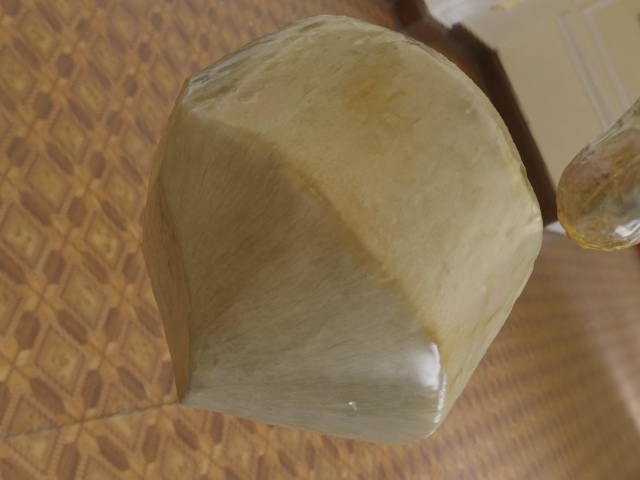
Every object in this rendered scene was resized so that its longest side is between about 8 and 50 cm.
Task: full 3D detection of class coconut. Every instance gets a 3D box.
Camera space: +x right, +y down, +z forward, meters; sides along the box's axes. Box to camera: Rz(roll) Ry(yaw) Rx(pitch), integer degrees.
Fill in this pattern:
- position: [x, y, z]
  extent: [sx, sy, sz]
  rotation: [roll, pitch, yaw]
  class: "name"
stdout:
- position: [0.000, 0.000, 0.926]
  extent: [0.415, 0.344, 0.416]
  rotation: [8, 73, -29]
  class: "coconut"

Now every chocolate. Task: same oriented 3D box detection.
- position: [0.389, -0.113, 1.103]
  extent: [0.134, 0.309, 0.134]
  rotation: [42, 14, -13]
  class: "chocolate"
